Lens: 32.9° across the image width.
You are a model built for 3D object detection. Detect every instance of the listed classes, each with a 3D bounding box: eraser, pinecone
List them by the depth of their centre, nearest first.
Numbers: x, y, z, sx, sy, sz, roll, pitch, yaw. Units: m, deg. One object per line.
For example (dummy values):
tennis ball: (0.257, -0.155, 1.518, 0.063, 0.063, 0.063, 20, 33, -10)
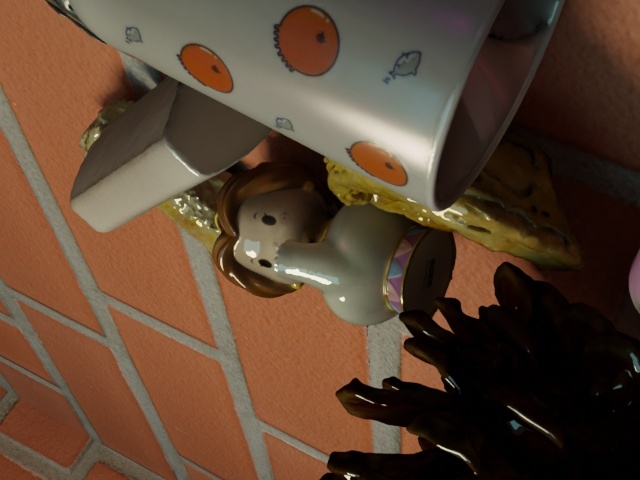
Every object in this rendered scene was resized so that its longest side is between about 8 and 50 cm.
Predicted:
pinecone: (0.177, 0.219, 0.918, 0.398, 0.398, 0.398, 26, 153, 14)
eraser: (-0.134, -0.106, 1.034, 0.095, 0.174, 0.270, 44, 152, -17)

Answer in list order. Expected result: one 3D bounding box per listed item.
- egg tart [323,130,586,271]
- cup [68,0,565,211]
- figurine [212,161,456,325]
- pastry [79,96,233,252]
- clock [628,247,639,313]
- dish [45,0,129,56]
egg tart: (0.116, -0.048, 0.893, 0.241, 0.106, 0.241, 22, -179, -1)
cup: (-0.014, -0.180, 0.732, 0.317, 0.212, 0.212, 26, 153, 15)
figurine: (0.000, 0.000, 1.089, 0.263, 0.189, 0.142, 17, 106, 33)
pastry: (-0.157, -0.063, 1.225, 0.258, 0.089, 0.121, 34, 173, -4)
clock: (0.299, -0.028, 0.599, 0.227, 0.248, 0.090, 27, 155, 13)
dish: (-0.208, -0.253, 0.978, 0.243, 0.080, 0.182, 37, 154, -5)
